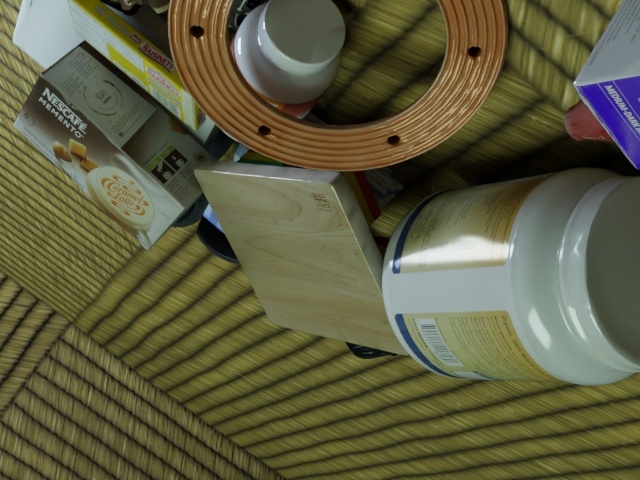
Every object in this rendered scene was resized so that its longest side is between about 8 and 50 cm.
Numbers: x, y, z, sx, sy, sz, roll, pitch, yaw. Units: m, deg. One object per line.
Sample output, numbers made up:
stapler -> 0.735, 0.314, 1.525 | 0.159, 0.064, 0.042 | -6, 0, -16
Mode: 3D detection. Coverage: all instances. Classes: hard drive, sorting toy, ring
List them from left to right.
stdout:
hard drive -> -0.260, -0.234, 1.546 | 0.307, 0.040, 0.203 | 39, 142, 2
sorting toy -> 0.000, 0.000, 1.467 | 0.257, 0.089, 0.255 | 9, 133, 46
ring -> 0.017, -0.205, 1.174 | 0.336, 0.032, 0.337 | 3, 134, 3

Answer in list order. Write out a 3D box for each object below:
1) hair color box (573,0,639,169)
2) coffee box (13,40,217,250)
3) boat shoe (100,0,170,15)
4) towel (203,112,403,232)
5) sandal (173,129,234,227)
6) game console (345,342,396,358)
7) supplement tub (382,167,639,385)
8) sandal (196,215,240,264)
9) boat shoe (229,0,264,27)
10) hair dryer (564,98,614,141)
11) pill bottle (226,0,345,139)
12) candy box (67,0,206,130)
hair color box -> 0.363, -0.158, 0.805 | 0.110, 0.185, 0.338 | 45, 154, -25
coffee box -> -0.266, -0.124, 1.544 | 0.246, 0.098, 0.141 | 44, 141, -5
boat shoe -> -0.194, -0.311, 1.345 | 0.095, 0.095, 0.257 | 43, 167, -20
towel -> -0.034, -0.053, 1.563 | 0.209, 0.034, 0.285 | 36, 139, 0
sandal -> -0.236, -0.111, 1.747 | 0.167, 0.107, 0.446 | 34, 155, -1
game console -> 0.001, 0.031, 1.676 | 0.213, 0.044, 0.361 | -10, 122, 39
supplement tub -> 0.241, 0.042, 1.283 | 0.228, 0.228, 0.316 | 44, 154, -23
sandal -> -0.064, 0.001, 1.771 | 0.254, 0.097, 0.054 | 18, 155, 10
boat shoe -> -0.080, -0.276, 1.320 | 0.038, 0.046, 0.125 | 36, 148, 7
hair dryer -> 0.355, -0.091, 1.072 | 0.293, 0.080, 0.224 | 18, 153, 32
pill bottle -> -0.049, -0.196, 1.331 | 0.121, 0.121, 0.216 | 36, 156, -5
candy box -> -0.223, -0.223, 1.434 | 0.206, 0.027, 0.105 | 40, 162, 7
